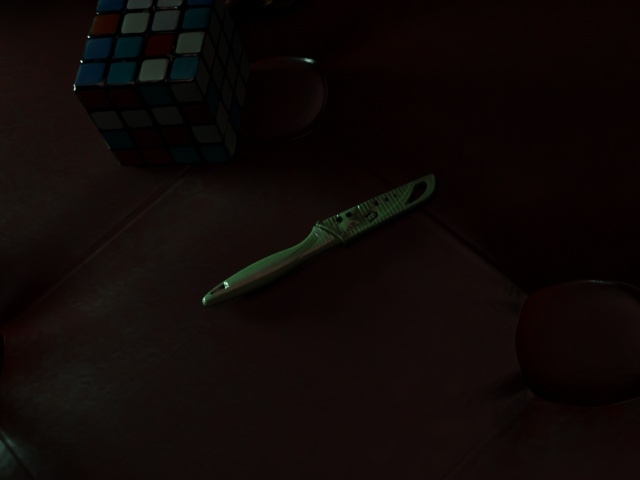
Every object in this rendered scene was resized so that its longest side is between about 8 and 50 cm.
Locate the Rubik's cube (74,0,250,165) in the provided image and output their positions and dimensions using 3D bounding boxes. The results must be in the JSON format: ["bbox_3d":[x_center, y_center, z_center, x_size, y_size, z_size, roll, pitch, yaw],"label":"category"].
[{"bbox_3d":[-0.182,-0.195,1.274,0.151,0.155,0.154,-2,58,14],"label":"Rubik's cube"}]

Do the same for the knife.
[{"bbox_3d":[0.000,-0.001,1.182,0.293,0.020,0.043,-26,53,-3],"label":"knife"}]

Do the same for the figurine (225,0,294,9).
[{"bbox_3d":[-0.096,-0.340,1.372,0.157,0.114,0.126,11,96,16],"label":"figurine"}]
